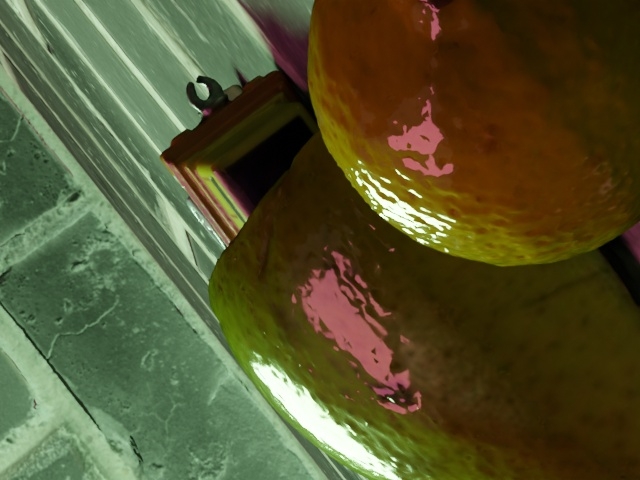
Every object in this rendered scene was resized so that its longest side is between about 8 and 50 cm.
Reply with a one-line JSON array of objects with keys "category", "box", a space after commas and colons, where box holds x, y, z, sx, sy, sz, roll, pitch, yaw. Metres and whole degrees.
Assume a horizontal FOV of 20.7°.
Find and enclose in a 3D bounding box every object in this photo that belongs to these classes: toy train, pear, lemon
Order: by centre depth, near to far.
[{"category": "lemon", "box": [0.050, -0.049, 0.469, 0.109, 0.109, 0.133, 47, -175, 30]}, {"category": "pear", "box": [0.070, 0.066, 0.790, 0.239, 0.139, 0.288, 42, 171, 9]}, {"category": "toy train", "box": [-0.006, -0.003, 0.995, 0.219, 0.089, 0.127, 55, 173, -8]}]

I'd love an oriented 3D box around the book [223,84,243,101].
[{"category": "book", "box": [0.000, 0.000, 1.203, 0.162, 0.022, 0.232, 49, 170, 21]}]
